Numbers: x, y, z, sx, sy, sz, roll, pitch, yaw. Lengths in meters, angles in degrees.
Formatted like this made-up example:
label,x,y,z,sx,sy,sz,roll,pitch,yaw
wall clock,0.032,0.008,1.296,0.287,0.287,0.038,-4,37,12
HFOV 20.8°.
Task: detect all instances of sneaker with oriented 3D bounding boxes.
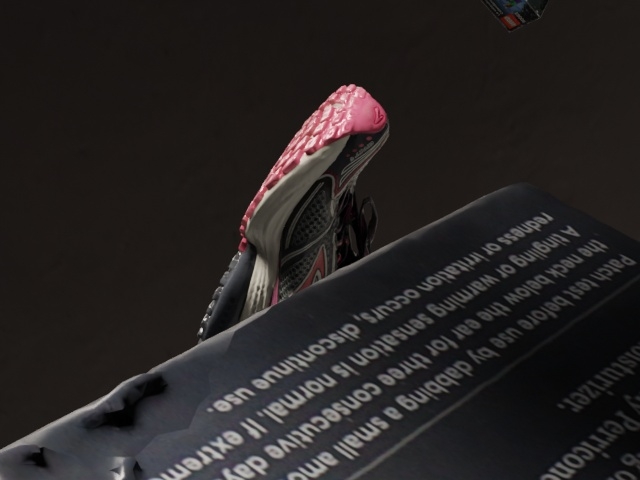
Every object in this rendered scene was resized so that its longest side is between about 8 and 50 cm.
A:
label,x,y,z,sx,sy,sz,roll,pitch,yaw
sneaker,0.000,0.000,1.366,0.112,0.299,0.121,29,47,5

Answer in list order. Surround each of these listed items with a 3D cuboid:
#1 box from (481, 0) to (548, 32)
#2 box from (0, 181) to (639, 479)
label,x,y,z,sx,sy,sz,roll,pitch,yaw
box,0.187,-0.340,1.715,0.159,0.044,0.233,45,50,-22
box,0.121,0.316,0.529,0.471,0.480,0.297,31,34,26
